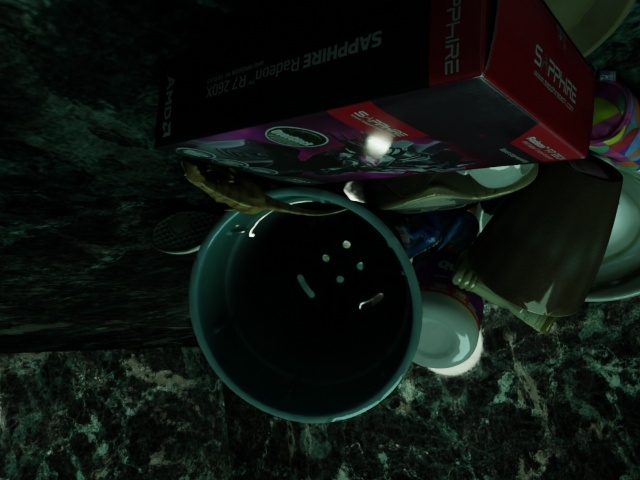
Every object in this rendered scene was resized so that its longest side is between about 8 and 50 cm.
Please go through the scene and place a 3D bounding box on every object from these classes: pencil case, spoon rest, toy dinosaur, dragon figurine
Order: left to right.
[{"bbox_3d":[-0.085,-0.052,0.652,0.211,0.064,0.112,13,-169,-31],"label":"toy dinosaur"},{"bbox_3d":[0.239,-0.027,0.965,0.085,0.289,0.144,9,-160,-45],"label":"dragon figurine"},{"bbox_3d":[0.229,-0.133,0.689,0.084,0.137,0.276,29,-156,33],"label":"spoon rest"},{"bbox_3d":[0.445,-0.172,0.769,0.236,0.105,0.104,9,157,-44],"label":"pencil case"}]

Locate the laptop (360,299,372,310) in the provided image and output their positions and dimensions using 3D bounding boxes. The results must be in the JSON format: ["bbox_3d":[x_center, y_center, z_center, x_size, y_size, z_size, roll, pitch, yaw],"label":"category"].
[{"bbox_3d":[0.111,0.240,1.985,0.234,0.265,0.137,-15,128,18],"label":"laptop"}]

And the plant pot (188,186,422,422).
[{"bbox_3d":[0.009,0.067,0.869,0.340,0.342,0.334,-14,-173,16],"label":"plant pot"}]

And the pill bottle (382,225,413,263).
[{"bbox_3d":[0.185,0.056,1.279,0.094,0.170,0.094,-4,168,-1],"label":"pill bottle"}]

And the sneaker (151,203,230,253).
[{"bbox_3d":[-0.191,-0.008,0.982,0.226,0.086,0.163,-13,162,8],"label":"sneaker"}]

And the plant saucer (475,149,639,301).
[{"bbox_3d":[0.530,-0.039,1.050,0.400,0.101,0.401,17,140,15],"label":"plant saucer"}]

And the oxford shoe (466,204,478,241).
[{"bbox_3d":[0.537,-0.037,1.240,0.363,0.133,0.130,-9,165,-4],"label":"oxford shoe"}]

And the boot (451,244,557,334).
[{"bbox_3d":[0.375,0.071,1.018,0.203,0.095,0.262,27,-153,17],"label":"boot"}]

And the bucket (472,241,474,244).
[{"bbox_3d":[0.412,0.056,1.410,0.280,0.183,0.281,-10,165,-3],"label":"bucket"}]

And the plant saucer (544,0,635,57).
[{"bbox_3d":[0.172,-0.218,0.528,0.277,0.041,0.278,-10,165,-3],"label":"plant saucer"}]

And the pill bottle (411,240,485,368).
[{"bbox_3d":[0.273,0.117,1.133,0.181,0.182,0.323,-19,-160,32],"label":"pill bottle"}]

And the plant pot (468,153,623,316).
[{"bbox_3d":[0.396,-0.028,0.864,0.215,0.215,0.231,-3,129,-23],"label":"plant pot"}]

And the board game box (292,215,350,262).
[{"bbox_3d":[0.000,0.000,1.214,0.208,0.056,0.347,-9,166,15],"label":"board game box"}]

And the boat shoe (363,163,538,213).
[{"bbox_3d":[0.220,-0.104,0.876,0.285,0.103,0.092,-11,171,20],"label":"boat shoe"}]

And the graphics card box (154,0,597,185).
[{"bbox_3d":[0.037,-0.126,0.497,0.370,0.094,0.232,2,176,41],"label":"graphics card box"}]

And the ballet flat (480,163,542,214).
[{"bbox_3d":[0.359,-0.120,0.949,0.070,0.070,0.188,0,149,-33],"label":"ballet flat"}]

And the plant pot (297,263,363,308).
[{"bbox_3d":[0.002,0.183,1.518,0.292,0.197,0.293,-12,174,-1],"label":"plant pot"}]
